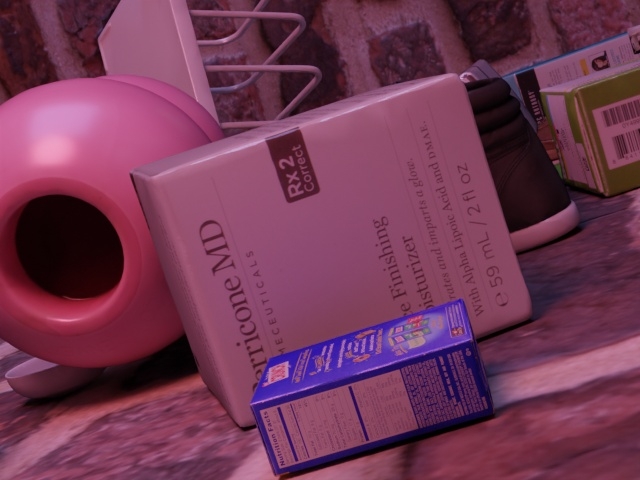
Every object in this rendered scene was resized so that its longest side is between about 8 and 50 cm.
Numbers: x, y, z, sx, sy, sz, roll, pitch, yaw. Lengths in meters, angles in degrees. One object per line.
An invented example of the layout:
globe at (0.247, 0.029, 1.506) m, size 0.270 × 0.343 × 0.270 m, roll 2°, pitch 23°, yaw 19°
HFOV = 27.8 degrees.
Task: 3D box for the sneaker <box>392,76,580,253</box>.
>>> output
sneaker at (0.033, -0.034, 0.976) m, size 0.296 × 0.146 × 0.104 m, roll -19°, pitch 9°, yaw 4°

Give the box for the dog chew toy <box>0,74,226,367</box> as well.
dog chew toy at (-0.155, -0.036, 0.994) m, size 0.207 × 0.206 × 0.332 m, roll -17°, pitch 15°, yaw 10°

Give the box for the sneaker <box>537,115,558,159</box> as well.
sneaker at (0.285, -0.135, 1.405) m, size 0.188 × 0.071 × 0.066 m, roll -12°, pitch 10°, yaw 37°

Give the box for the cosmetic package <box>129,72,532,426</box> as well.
cosmetic package at (0.000, 0.000, 0.778) m, size 0.184 × 0.151 × 0.151 m, roll -21°, pitch 8°, yaw -12°

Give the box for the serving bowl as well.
serving bowl at (-0.196, 0.101, 0.989) m, size 0.083 × 0.027 × 0.083 m, roll -18°, pitch 8°, yaw 3°

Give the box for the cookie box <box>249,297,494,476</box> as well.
cookie box at (0.026, 0.069, 0.629) m, size 0.107 × 0.040 × 0.092 m, roll -17°, pitch 8°, yaw 6°

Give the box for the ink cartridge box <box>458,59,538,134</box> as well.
ink cartridge box at (0.103, -0.072, 1.124) m, size 0.158 × 0.092 × 0.218 m, roll -40°, pitch 0°, yaw 15°

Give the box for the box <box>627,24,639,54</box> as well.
box at (0.355, -0.200, 1.146) m, size 0.137 × 0.027 × 0.094 m, roll -19°, pitch 5°, yaw -14°

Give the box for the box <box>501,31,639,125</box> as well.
box at (0.318, -0.180, 1.554) m, size 0.244 × 0.100 × 0.060 m, roll -22°, pitch 7°, yaw -29°

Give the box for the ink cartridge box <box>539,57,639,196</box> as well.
ink cartridge box at (0.296, -0.121, 1.178) m, size 0.189 × 0.097 × 0.255 m, roll -18°, pitch 8°, yaw -2°

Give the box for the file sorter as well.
file sorter at (-0.101, -0.143, 1.379) m, size 0.173 × 0.277 × 0.193 m, roll -6°, pitch -19°, yaw -31°
